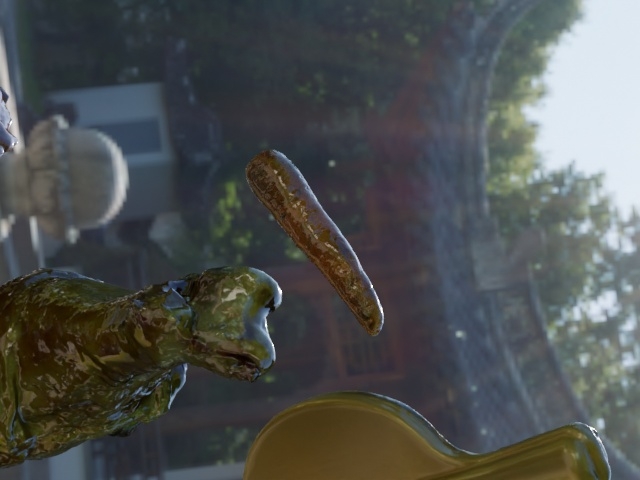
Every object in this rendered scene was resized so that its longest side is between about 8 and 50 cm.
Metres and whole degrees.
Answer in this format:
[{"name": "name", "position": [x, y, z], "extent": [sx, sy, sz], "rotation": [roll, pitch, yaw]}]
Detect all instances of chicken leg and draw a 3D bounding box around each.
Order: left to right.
[{"name": "chicken leg", "position": [-0.182, 0.077, 0.948], "extent": [0.361, 0.212, 0.140], "rotation": [140, -59, -62]}]

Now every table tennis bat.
[{"name": "table tennis bat", "position": [0.072, 0.200, 1.011], "extent": [0.050, 0.321, 0.198], "rotation": [-25, 93, -58]}]

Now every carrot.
[{"name": "carrot", "position": [0.000, 0.000, 1.145], "extent": [0.191, 0.047, 0.047], "rotation": [52, -15, 11]}]

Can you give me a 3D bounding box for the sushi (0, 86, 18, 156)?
[{"name": "sushi", "position": [-0.343, -0.063, 0.866], "extent": [0.170, 0.270, 0.236], "rotation": [59, 26, -13]}]
